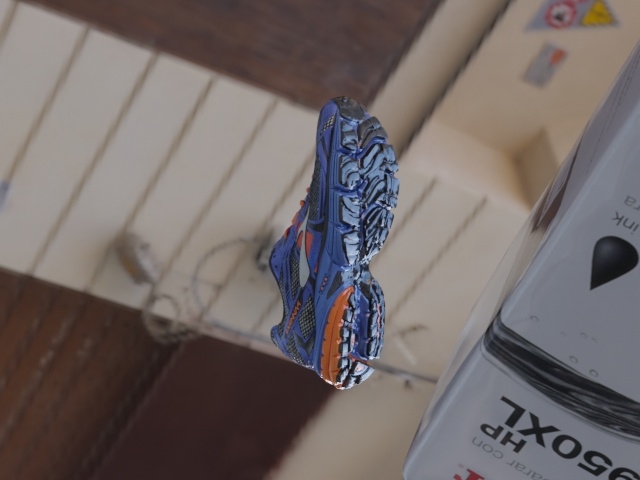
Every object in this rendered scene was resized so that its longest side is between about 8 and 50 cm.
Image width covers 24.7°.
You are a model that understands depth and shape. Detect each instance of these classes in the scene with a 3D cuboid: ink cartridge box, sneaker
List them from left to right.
[{"bbox_3d":[0.000,0.000,1.107,0.087,0.083,0.221,12,-79,31],"label":"sneaker"},{"bbox_3d":[0.252,0.048,0.814,0.166,0.285,0.395,-59,176,-41],"label":"ink cartridge box"}]
